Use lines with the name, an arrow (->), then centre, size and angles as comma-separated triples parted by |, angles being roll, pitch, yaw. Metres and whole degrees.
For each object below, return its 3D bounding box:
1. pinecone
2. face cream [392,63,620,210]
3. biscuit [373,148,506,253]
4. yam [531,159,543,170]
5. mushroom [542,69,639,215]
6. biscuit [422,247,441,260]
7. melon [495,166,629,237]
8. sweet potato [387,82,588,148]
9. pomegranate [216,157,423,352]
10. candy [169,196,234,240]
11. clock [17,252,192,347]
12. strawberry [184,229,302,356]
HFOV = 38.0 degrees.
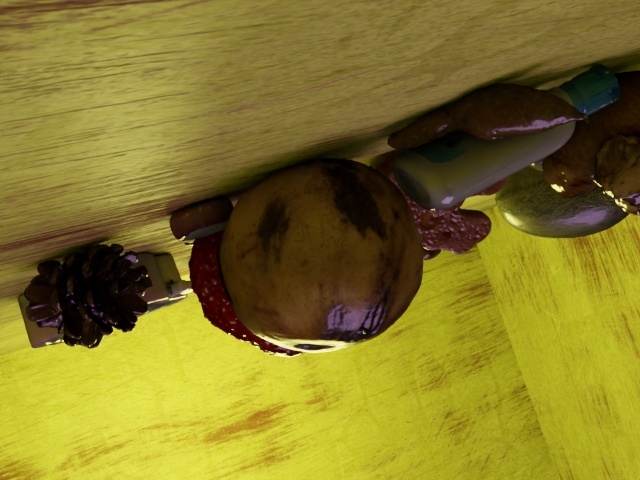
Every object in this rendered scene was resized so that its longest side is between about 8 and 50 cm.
pinecone -> -0.357, 0.086, 1.469 | 0.195, 0.150, 0.179 | -24, 168, 26
face cream -> 0.273, -0.153, 1.328 | 0.336, 0.080, 0.163 | -28, -156, -8
biscuit -> 0.161, -0.064, 1.592 | 0.333, 0.202, 0.047 | -4, -150, -25
yam -> 0.479, -0.189, 1.705 | 0.330, 0.133, 0.133 | -12, 173, -43
mushroom -> 0.471, -0.157, 1.448 | 0.263, 0.195, 0.283 | -25, -153, 12
biscuit -> 0.191, -0.040, 1.944 | 0.164, 0.208, 0.047 | -21, 142, -44
melon -> 0.557, -0.124, 2.089 | 0.329, 0.249, 0.248 | -16, 176, 14
sweet potato -> 0.216, -0.168, 1.240 | 0.269, 0.075, 0.074 | -6, -179, 22
pomegranate -> 0.000, 0.026, 1.375 | 0.322, 0.322, 0.322 | -18, 176, -1
candy -> -0.180, -0.032, 1.423 | 0.103, 0.043, 0.103 | -18, 176, -1
clock -> -0.418, 0.110, 1.836 | 0.338, 0.102, 0.338 | -20, 176, -1
strawberry -> -0.102, 0.081, 1.676 | 0.257, 0.277, 0.257 | -22, 177, -1
